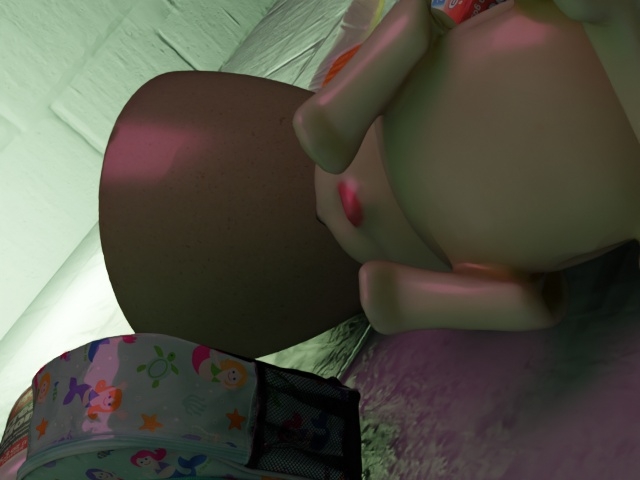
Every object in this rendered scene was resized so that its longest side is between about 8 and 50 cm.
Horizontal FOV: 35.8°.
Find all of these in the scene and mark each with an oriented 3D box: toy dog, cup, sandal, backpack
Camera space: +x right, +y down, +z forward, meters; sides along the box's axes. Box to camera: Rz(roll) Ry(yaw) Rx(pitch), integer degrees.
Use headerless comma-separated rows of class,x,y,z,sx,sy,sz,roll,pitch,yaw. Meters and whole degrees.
toy dog,0.152,-0.094,0.752,0.395,0.285,0.408,-40,11,-34
cup,-0.036,-0.030,1.053,0.237,0.331,0.331,-4,39,28
sandal,0.065,-0.317,1.741,0.102,0.076,0.265,9,67,43
backpack,-0.116,0.178,0.816,0.225,0.253,0.191,-28,45,43

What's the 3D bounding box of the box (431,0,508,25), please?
box,0.185,-0.225,1.052,0.300,0.142,0.154,-63,21,-2

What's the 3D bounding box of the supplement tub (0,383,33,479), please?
supplement tub,-0.255,0.248,1.075,0.191,0.191,0.272,-45,18,6
